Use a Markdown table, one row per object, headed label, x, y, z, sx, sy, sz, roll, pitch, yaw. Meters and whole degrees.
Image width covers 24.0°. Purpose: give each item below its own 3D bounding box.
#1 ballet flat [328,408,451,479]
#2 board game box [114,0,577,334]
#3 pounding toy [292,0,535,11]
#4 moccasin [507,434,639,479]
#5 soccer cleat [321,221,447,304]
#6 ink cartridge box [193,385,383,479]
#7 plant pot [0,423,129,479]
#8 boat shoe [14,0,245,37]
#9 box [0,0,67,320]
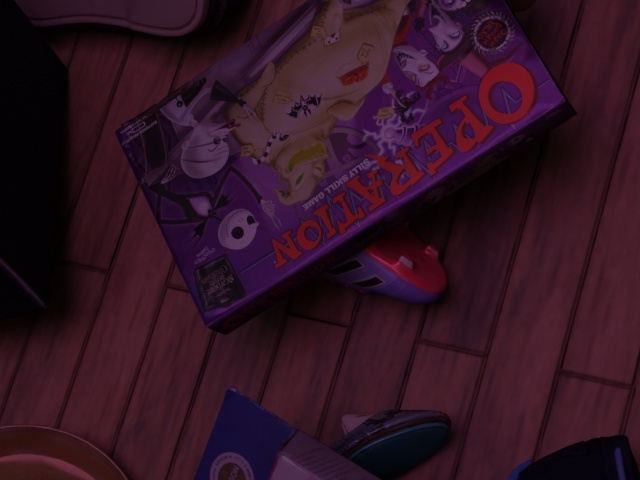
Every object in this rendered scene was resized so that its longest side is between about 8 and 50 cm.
| label | x | y | z | sx | sy | sz | roll | pitch | yaw |
| --- | --- | --- | --- | --- | --- | --- | --- | --- | --- |
| ballet flat | 0.017 | 0.179 | 1.237 | 0.188 | 0.070 | 0.070 | -32 | 63 | 4 |
| board game box | 0.012 | -0.097 | 1.249 | 0.347 | 0.056 | 0.208 | -33 | 71 | 12 |
| pounding toy | 0.097 | -0.217 | 1.328 | 0.206 | 0.094 | 0.181 | 12 | 77 | 24 |
| moccasin | 0.252 | 0.285 | 1.065 | 0.117 | 0.138 | 0.342 | -30 | 64 | 4 |
| soccer cleat | 0.000 | 0.000 | 1.308 | 0.248 | 0.083 | 0.095 | 31 | 116 | 22 |
| ink cartridge box | -0.015 | 0.328 | 1.124 | 0.330 | 0.071 | 0.324 | 28 | 107 | 26 |
| plant pot | -0.265 | 0.273 | 1.290 | 0.236 | 0.032 | 0.236 | -1 | 60 | 2 |
| boat shoe | -0.220 | -0.264 | 1.482 | 0.335 | 0.095 | 0.112 | 17 | 114 | 29 |
| box | -0.462 | -0.065 | 1.392 | 0.395 | 0.212 | 0.293 | -14 | 53 | 17 |
